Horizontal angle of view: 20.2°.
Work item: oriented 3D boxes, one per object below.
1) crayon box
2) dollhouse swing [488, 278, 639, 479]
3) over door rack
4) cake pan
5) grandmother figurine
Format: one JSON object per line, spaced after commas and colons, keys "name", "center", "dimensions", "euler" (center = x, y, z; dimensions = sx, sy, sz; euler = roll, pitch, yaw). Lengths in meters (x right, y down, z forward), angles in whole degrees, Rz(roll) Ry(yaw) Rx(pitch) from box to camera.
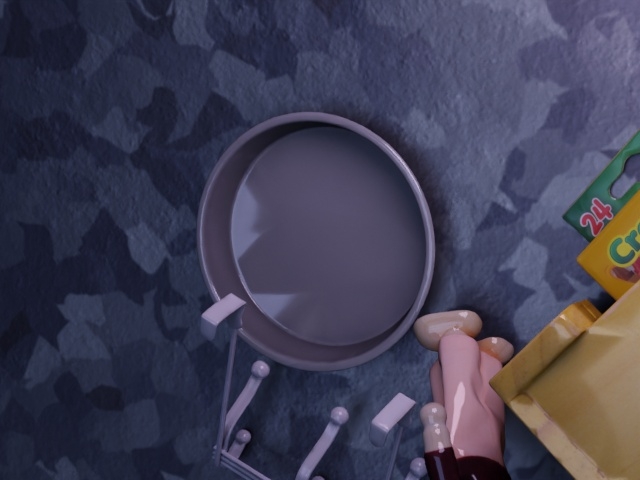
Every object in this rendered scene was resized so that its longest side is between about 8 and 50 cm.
{"name": "crayon box", "center": [0.408, 0.020, 1.825], "dimensions": [0.318, 0.081, 0.202], "euler": [44, 113, 13]}
{"name": "dollhouse swing", "center": [0.398, 0.160, 1.753], "dimensions": [0.305, 0.315, 0.347], "euler": [-45, 81, 9]}
{"name": "over door rack", "center": [-0.003, 0.200, 1.966], "dimensions": [0.239, 0.108, 0.324], "euler": [29, 148, 19]}
{"name": "cake pan", "center": [0.000, 0.000, 2.025], "dimensions": [0.293, 0.054, 0.293], "euler": [4, 99, 25]}
{"name": "grandmother figurine", "center": [0.159, 0.245, 1.848], "dimensions": [0.208, 0.342, 0.104], "euler": [32, 131, -30]}
